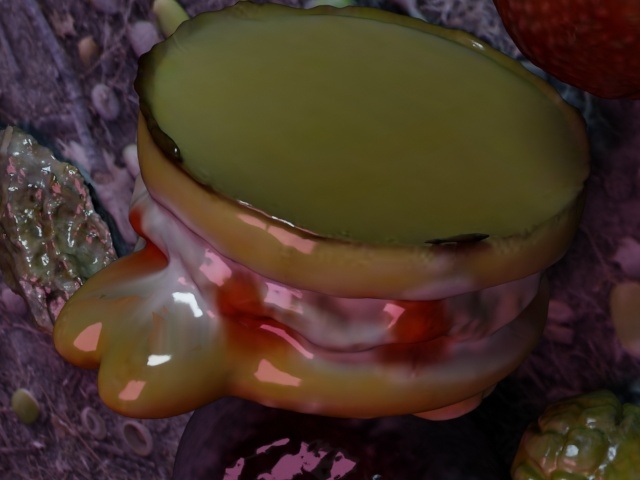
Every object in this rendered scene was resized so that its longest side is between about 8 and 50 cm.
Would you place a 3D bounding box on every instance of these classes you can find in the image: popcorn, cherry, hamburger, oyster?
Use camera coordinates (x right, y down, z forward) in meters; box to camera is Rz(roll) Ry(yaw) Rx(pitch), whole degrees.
[{"bbox_3d":[0.177,0.151,1.038,0.106,0.121,0.116,-145,50,-66],"label":"popcorn"},{"bbox_3d":[0.020,0.189,1.076,0.255,0.218,0.296,42,177,21],"label":"cherry"},{"bbox_3d":[0.000,0.000,0.956,0.261,0.303,0.186,35,128,29],"label":"hamburger"},{"bbox_3d":[-0.232,0.000,1.299,0.133,0.072,0.209,-26,95,41],"label":"oyster"}]

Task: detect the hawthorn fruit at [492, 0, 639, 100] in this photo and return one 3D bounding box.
[{"bbox_3d":[0.166,-0.196,0.792,0.205,0.205,0.253,3,108,37],"label":"hawthorn fruit"}]
